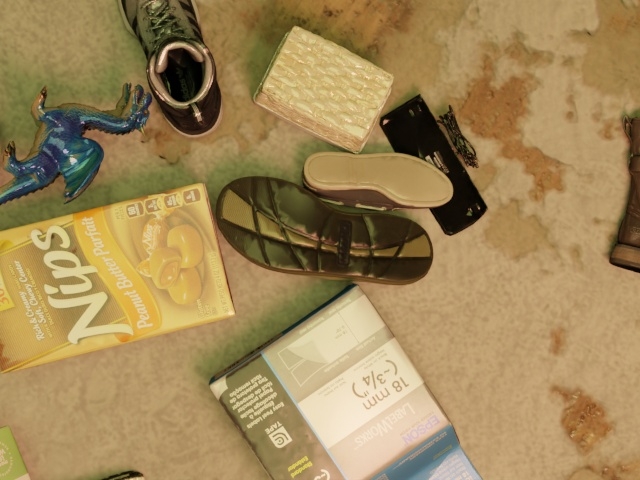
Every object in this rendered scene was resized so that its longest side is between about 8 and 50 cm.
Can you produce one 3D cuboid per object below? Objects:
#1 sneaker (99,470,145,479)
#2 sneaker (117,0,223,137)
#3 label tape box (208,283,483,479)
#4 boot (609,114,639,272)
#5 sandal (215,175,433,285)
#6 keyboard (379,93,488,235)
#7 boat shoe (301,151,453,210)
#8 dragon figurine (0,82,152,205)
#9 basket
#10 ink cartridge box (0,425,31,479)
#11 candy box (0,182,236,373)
[{"bbox_3d":[-0.306,0.361,1.863,0.162,0.063,0.073,-14,93,-4],"label":"sneaker"},{"bbox_3d":[-0.197,-0.269,1.843,0.101,0.153,0.268,-21,90,-5],"label":"sneaker"},{"bbox_3d":[0.043,0.259,1.870,0.241,0.106,0.333,-34,91,-4],"label":"label tape box"},{"bbox_3d":[0.523,-0.055,1.908,0.263,0.091,0.229,13,86,12],"label":"boot"},{"bbox_3d":[0.001,0.002,1.887,0.303,0.086,0.120,16,79,-14],"label":"sandal"},{"bbox_3d":[0.169,-0.109,1.933,0.100,0.038,0.192,-30,92,19],"label":"keyboard"},{"bbox_3d":[0.075,-0.075,1.909,0.206,0.065,0.075,8,64,-7],"label":"boat shoe"},{"bbox_3d":[-0.328,-0.100,1.800,0.144,0.085,0.289,31,79,-11],"label":"dragon figurine"},{"bbox_3d":[0.005,-0.202,1.881,0.167,0.103,0.113,26,86,-2],"label":"basket"},{"bbox_3d":[-0.430,0.437,1.767,0.119,0.207,0.353,-22,90,35],"label":"ink cartridge box"},{"bbox_3d":[-0.285,0.049,1.860,0.316,0.087,0.183,-14,89,-5],"label":"candy box"}]
